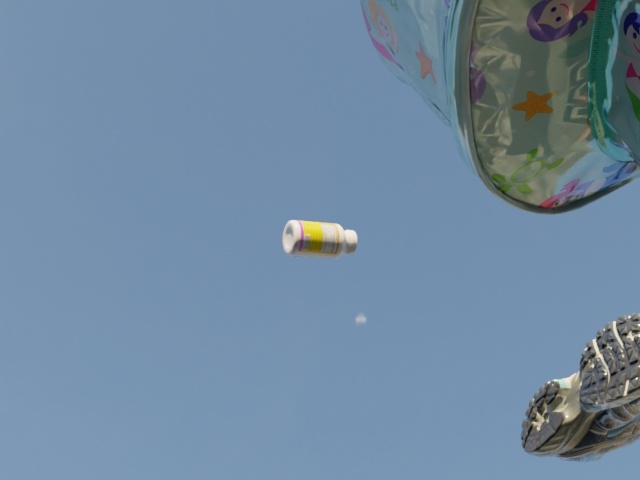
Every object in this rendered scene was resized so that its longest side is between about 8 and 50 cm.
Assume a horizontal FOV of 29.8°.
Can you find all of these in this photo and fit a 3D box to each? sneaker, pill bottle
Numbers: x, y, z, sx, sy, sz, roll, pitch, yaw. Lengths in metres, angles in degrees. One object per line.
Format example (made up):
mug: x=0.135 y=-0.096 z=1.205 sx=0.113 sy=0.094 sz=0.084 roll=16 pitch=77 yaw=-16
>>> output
sneaker: x=0.366 y=0.185 z=1.456 sx=0.122 sy=0.110 sz=0.283 roll=20 pitch=-39 yaw=-18
pill bottle: x=0.000 y=0.000 z=1.430 sx=0.083 sy=0.043 sz=0.043 roll=5 pitch=-69 yaw=-24

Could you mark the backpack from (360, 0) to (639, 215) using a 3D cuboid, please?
backpack: x=0.147 y=-0.124 z=0.496 sx=0.253 sy=0.191 sz=0.225 roll=-21 pitch=-36 yaw=-8
